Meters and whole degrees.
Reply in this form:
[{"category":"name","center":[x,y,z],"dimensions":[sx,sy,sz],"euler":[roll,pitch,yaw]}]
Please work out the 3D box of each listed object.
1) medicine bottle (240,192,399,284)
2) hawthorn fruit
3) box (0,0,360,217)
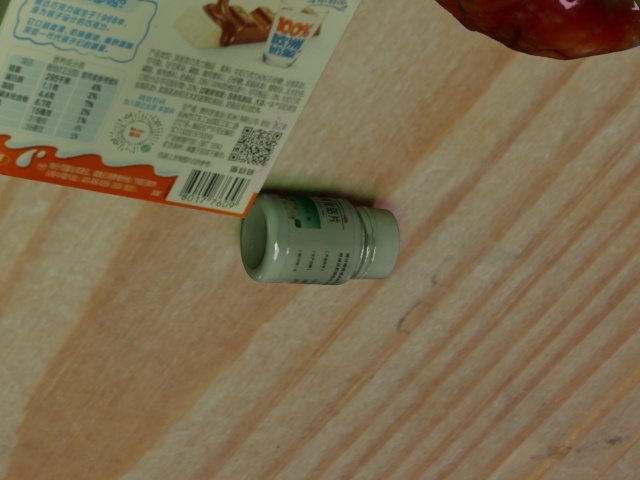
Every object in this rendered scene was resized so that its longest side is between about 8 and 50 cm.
[{"category":"medicine bottle","center":[0.000,0.000,1.408],"dimensions":[0.130,0.080,0.080],"euler":[2,130,-25]},{"category":"hawthorn fruit","center":[0.197,-0.229,1.139],"dimensions":[0.242,0.271,0.241],"euler":[-19,137,-19]},{"category":"box","center":[-0.130,-0.149,1.238],"dimensions":[0.273,0.048,0.265],"euler":[11,126,-29]}]
